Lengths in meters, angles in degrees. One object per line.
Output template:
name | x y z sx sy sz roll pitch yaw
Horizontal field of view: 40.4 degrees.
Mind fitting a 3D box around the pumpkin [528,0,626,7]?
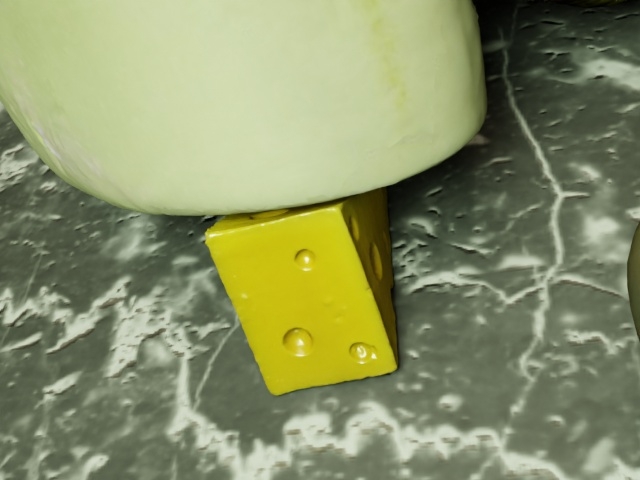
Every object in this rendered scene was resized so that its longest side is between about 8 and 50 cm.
pumpkin | 0.176 -0.300 0.666 0.320 0.192 0.320 1 36 -1

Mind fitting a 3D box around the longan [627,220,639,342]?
longan | 0.299 0.026 0.323 0.350 0.288 0.288 0 53 32

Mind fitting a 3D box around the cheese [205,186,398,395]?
cheese | 0.000 0.000 0.616 0.093 0.126 0.171 -14 26 15

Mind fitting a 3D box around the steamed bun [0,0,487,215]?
steamed bun | -0.118 -0.206 0.610 0.290 0.371 0.456 -28 29 -27
